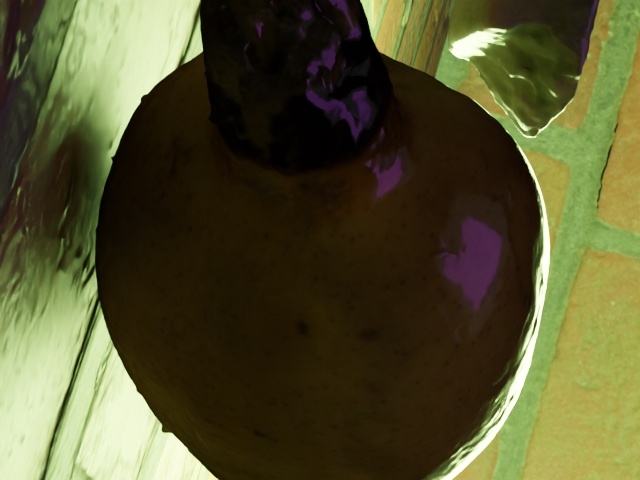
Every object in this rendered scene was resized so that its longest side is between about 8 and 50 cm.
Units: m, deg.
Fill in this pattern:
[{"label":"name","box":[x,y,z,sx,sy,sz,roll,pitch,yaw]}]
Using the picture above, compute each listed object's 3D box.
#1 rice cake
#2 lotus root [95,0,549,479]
[{"label":"rice cake","box":[0.122,-0.225,0.819,0.072,0.056,0.365,140,-33,-78]},{"label":"lotus root","box":[0.000,0.000,0.729,0.310,0.183,0.182,89,17,-63]}]
